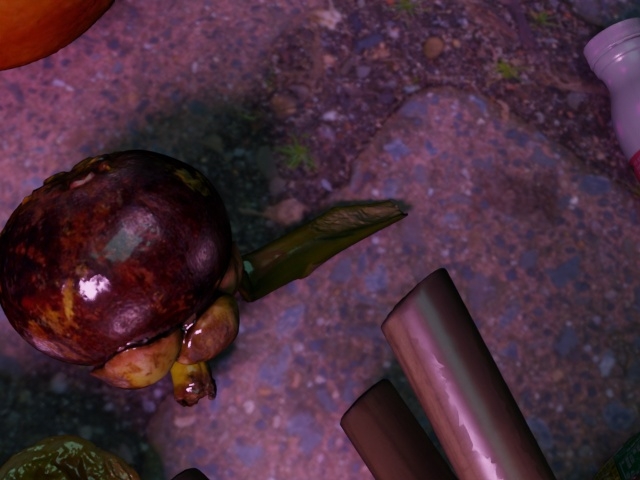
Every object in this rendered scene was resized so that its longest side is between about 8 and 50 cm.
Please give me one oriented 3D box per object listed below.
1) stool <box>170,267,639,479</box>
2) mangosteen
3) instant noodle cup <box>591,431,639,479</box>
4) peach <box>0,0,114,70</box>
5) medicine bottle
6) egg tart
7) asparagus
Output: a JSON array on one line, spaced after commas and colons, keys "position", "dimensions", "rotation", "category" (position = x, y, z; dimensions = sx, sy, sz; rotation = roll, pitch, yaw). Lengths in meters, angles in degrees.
[{"position": [0.035, 0.225, 0.710], "dimensions": [0.310, 0.310, 0.226], "rotation": [-37, 72, -23], "category": "stool"}, {"position": [-0.149, 0.037, 0.833], "dimensions": [0.192, 0.192, 0.217], "rotation": [-34, 108, -21], "category": "mangosteen"}, {"position": [0.329, 0.283, 0.812], "dimensions": [0.233, 0.207, 0.207], "rotation": [35, 66, -4], "category": "instant noodle cup"}, {"position": [-0.324, -0.314, 0.863], "dimensions": [0.373, 0.290, 0.372], "rotation": [-6, 108, -19], "category": "peach"}, {"position": [0.335, -0.111, 1.013], "dimensions": [0.090, 0.090, 0.216], "rotation": [-17, 71, -16], "category": "medicine bottle"}, {"position": [-0.195, 0.216, 0.808], "dimensions": [0.130, 0.052, 0.130], "rotation": [3, 68, -7], "category": "egg tart"}, {"position": [0.000, 0.000, 0.936], "dimensions": [0.178, 0.041, 0.045], "rotation": [-28, 84, -20], "category": "asparagus"}]
